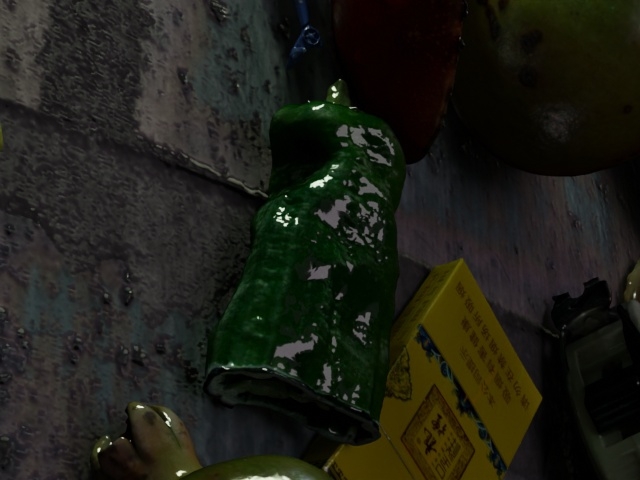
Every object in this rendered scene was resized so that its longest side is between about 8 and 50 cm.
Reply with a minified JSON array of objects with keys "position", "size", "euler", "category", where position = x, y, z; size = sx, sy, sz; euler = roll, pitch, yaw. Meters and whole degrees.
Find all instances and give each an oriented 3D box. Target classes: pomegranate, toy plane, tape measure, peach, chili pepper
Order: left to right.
[{"position":[-0.048,0.190,0.808],"size":[0.179,0.179,0.210],"euler":[32,40,-39],"category":"pomegranate"},{"position":[-0.024,-0.221,1.111],"size":[0.062,0.054,0.167],"euler":[-4,76,-26],"category":"toy plane"},{"position":[0.000,0.000,0.997],"size":[0.136,0.099,0.270],"euler":[16,58,-13],"category":"chili pepper"},{"position":[0.050,-0.154,1.056],"size":[0.068,0.279,0.189],"euler":[-7,82,-9],"category":"peach"},{"position":[0.233,-0.228,1.240],"size":[0.290,0.290,0.323],"euler":[-24,94,-52],"category":"pomegranate"},{"position":[0.290,0.179,1.252],"size":[0.235,0.115,0.207],"euler":[54,22,-20],"category":"tape measure"}]

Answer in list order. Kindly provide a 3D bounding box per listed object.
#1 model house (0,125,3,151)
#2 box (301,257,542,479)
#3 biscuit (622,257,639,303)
[{"position":[-0.231,-0.078,0.680],"size":[0.195,0.189,0.214],"euler":[-5,78,-49],"category":"model house"},{"position":[0.086,0.152,1.090],"size":[0.153,0.041,0.279],"euler":[59,39,-17],"category":"box"},{"position":[0.365,0.166,1.423],"size":[0.141,0.038,0.290],"euler":[-24,94,-52],"category":"biscuit"}]
